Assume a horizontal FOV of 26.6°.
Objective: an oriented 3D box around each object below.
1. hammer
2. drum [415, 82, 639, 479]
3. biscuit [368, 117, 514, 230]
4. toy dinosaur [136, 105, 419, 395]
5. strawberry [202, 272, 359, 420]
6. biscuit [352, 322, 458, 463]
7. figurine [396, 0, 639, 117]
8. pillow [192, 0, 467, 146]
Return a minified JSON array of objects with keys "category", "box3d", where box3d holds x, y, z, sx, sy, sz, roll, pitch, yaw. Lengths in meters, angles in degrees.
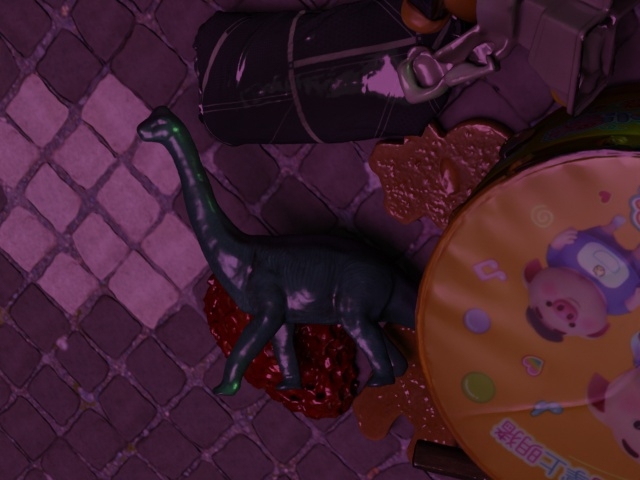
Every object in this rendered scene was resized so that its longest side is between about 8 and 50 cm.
[{"category":"hammer","box3d":[0.276,0.271,1.434,0.366,0.111,0.043,13,142,1]},{"category":"drum","box3d":[0.316,0.066,1.319,0.431,0.214,0.431,10,116,21]},{"category":"biscuit","box3d":[0.141,-0.078,1.471,0.184,0.027,0.133,-24,100,32]},{"category":"toy dinosaur","box3d":[0.000,0.000,1.498,0.384,0.129,0.330,-5,87,-3]},{"category":"strawberry","box3d":[-0.050,0.126,1.608,0.190,0.111,0.236,-24,100,31]},{"category":"biscuit","box3d":[0.126,0.157,1.576,0.144,0.040,0.236,26,119,7]},{"category":"figurine","box3d":[0.170,-0.267,1.291,0.309,0.143,0.308,-4,72,12]},{"category":"pillow","box3d":[0.009,-0.184,1.455,0.335,0.092,0.161,-2,105,27]}]
